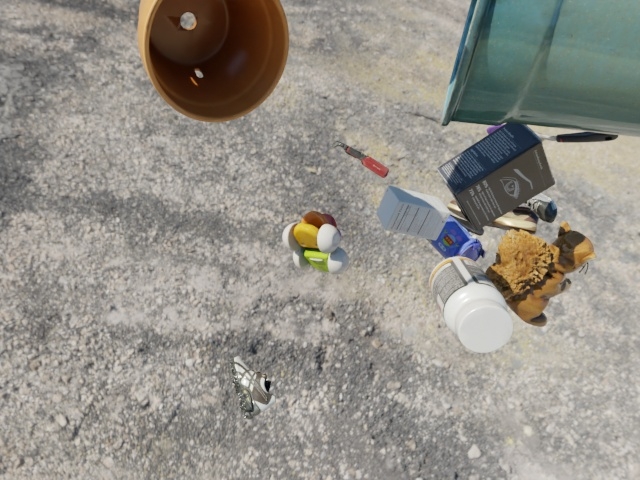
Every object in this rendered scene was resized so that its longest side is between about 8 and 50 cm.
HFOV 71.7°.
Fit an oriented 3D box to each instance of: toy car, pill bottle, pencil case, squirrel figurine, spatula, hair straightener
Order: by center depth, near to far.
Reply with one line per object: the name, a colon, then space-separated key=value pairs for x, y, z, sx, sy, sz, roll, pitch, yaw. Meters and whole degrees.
spatula: x=0.562 y=-0.258 z=1.090 sx=0.296 sy=0.084 sz=0.030 roll=18 pitch=75 yaw=45
pill bottle: x=0.394 y=0.164 z=1.177 sx=0.162 sy=0.162 sz=0.278 roll=14 pitch=21 yaw=-4
toy car: x=0.000 y=0.000 z=1.189 sx=0.159 sy=0.182 sz=0.136 roll=5 pitch=47 yaw=32
pencil case: x=0.420 y=-0.035 z=1.515 sx=0.119 sy=0.133 sz=0.306 roll=4 pitch=38 yaw=-40
hair straightener: x=0.142 y=-0.302 z=1.631 sx=0.230 sy=0.047 sz=0.089 roll=25 pitch=12 yaw=-12
squirrel figurine: x=0.842 y=0.103 z=1.697 sx=0.396 sy=0.370 sz=0.281 roll=17 pitch=42 yaw=-33

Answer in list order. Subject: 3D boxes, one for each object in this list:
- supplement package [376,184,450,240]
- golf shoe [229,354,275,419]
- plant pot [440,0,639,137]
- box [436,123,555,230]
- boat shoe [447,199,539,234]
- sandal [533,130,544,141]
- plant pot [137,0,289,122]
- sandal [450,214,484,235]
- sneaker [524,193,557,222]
supplement package: x=0.279 y=-0.083 z=1.343 sx=0.179 sy=0.105 sz=0.105 roll=11 pitch=30 yaw=-18
golf shoe: x=-0.176 y=0.366 z=1.138 sx=0.093 sy=0.077 sz=0.198 roll=-13 pitch=36 yaw=-20
plant pot: x=0.368 y=-0.288 z=0.588 sx=0.334 sy=0.341 sz=0.341 roll=15 pitch=43 yaw=9
box: x=0.401 y=-0.147 z=1.013 sx=0.153 sy=0.207 sz=0.108 roll=45 pitch=18 yaw=-41
boat shoe: x=0.678 y=-0.123 z=1.738 sx=0.341 sy=0.123 sz=0.123 roll=17 pitch=-4 yaw=25
sandal: x=0.575 y=-0.273 z=1.265 sx=0.180 sy=0.049 sz=0.072 roll=-32 pitch=56 yaw=-30
plant pot: x=-0.237 y=-0.418 z=0.894 sx=0.290 sy=0.291 sz=0.203 roll=-16 pitch=47 yaw=-30
sandal: x=0.513 y=-0.050 z=1.597 sx=0.067 sy=0.040 sz=0.179 roll=-7 pitch=26 yaw=-34
sneaker: x=0.736 y=-0.140 z=1.588 sx=0.132 sy=0.086 sz=0.229 roll=1 pitch=38 yaw=-7
